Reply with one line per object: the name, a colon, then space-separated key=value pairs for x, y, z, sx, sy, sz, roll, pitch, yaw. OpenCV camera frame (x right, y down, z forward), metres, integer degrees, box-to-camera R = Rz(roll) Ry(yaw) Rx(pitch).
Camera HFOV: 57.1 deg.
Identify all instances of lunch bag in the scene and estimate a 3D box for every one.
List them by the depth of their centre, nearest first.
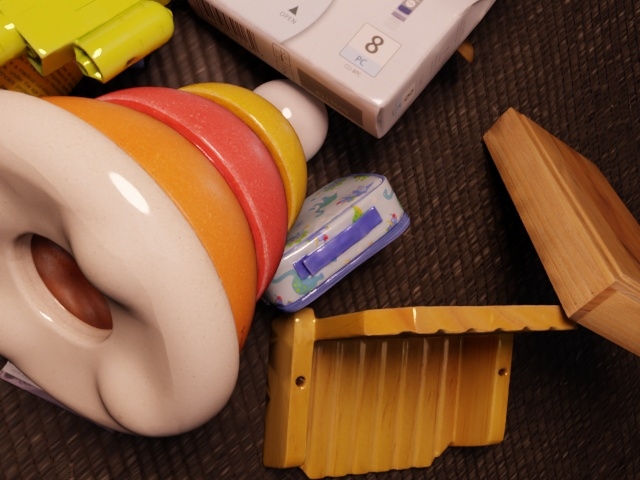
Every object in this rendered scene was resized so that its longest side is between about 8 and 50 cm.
lunch bag: x=0.000 y=0.000 z=0.788 sx=0.219 sy=0.176 sz=0.090 roll=-37 pitch=106 yaw=-14

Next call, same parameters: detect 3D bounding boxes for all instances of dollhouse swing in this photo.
dollhouse swing: x=0.136 y=0.216 z=0.791 sx=0.347 sy=0.305 sz=0.315 roll=3 pitch=94 yaw=-22

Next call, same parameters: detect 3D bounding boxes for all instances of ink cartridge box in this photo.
ink cartridge box: x=0.067 y=-0.360 z=0.722 sx=0.308 sy=0.091 sz=0.385 roll=37 pitch=83 yaw=15

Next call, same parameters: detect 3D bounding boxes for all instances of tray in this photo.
tray: x=0.371 y=-0.023 z=0.821 sx=0.203 sy=0.410 sz=0.076 roll=27 pitch=124 yaw=-20

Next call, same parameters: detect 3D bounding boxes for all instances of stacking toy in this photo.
stacking toy: x=-0.132 y=-0.058 z=0.669 sx=0.350 sy=0.351 sz=0.480 roll=60 pitch=40 yaw=-15

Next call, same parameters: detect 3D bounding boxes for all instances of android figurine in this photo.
android figurine: x=-0.244 y=-0.269 z=0.549 sx=0.273 sy=0.056 sz=0.248 roll=-42 pitch=96 yaw=-23

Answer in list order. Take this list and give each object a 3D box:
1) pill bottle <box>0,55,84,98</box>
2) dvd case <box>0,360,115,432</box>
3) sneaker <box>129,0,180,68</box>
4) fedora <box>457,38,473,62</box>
pill bottle: x=-0.374 y=-0.188 z=0.626 sx=0.188 sy=0.188 sz=0.334 roll=39 pitch=81 yaw=-19
dvd case: x=-0.282 y=0.122 z=0.778 sx=0.165 sy=0.018 sz=0.221 roll=36 pitch=82 yaw=-20
sneaker: x=-0.198 y=-0.326 z=0.736 sx=0.091 sy=0.081 sz=0.232 roll=7 pitch=92 yaw=-16
fedora: x=0.133 y=-0.306 z=0.843 sx=0.194 sy=0.194 sz=0.079 roll=36 pitch=119 yaw=-20
